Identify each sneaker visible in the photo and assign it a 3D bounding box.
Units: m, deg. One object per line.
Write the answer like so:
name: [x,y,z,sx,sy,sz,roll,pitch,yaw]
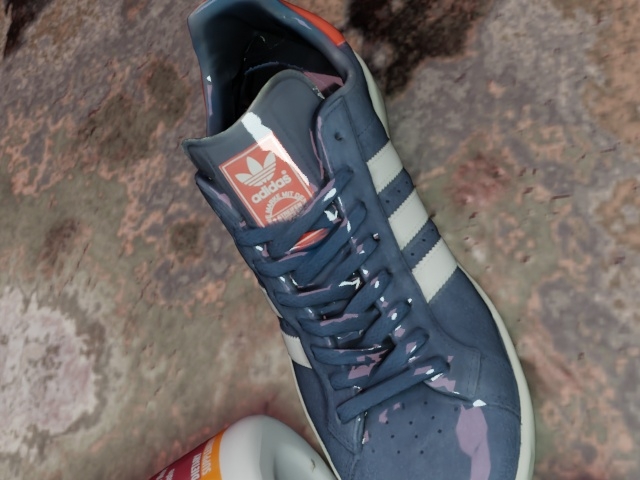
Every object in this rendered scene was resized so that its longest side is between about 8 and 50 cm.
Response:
sneaker: [0.000,0.000,0.515,0.131,0.148,0.350,-32,58,14]

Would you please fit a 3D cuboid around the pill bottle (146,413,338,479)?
pill bottle: [-0.090,0.198,0.498,0.221,0.121,0.121,-35,57,12]
